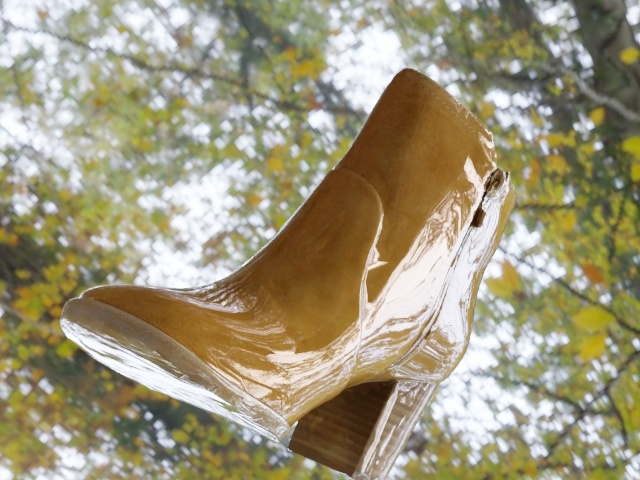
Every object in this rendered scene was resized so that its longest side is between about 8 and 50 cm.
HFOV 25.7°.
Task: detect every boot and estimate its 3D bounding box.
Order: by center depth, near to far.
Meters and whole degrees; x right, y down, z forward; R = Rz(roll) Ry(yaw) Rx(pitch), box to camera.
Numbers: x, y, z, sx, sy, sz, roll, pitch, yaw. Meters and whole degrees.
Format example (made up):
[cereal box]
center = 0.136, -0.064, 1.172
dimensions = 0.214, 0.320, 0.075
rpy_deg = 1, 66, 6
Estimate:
[boot]
center = 0.001, 0.001, 0.727
dimensions = 0.104, 0.295, 0.211
rpy_deg = 17, -101, 34
